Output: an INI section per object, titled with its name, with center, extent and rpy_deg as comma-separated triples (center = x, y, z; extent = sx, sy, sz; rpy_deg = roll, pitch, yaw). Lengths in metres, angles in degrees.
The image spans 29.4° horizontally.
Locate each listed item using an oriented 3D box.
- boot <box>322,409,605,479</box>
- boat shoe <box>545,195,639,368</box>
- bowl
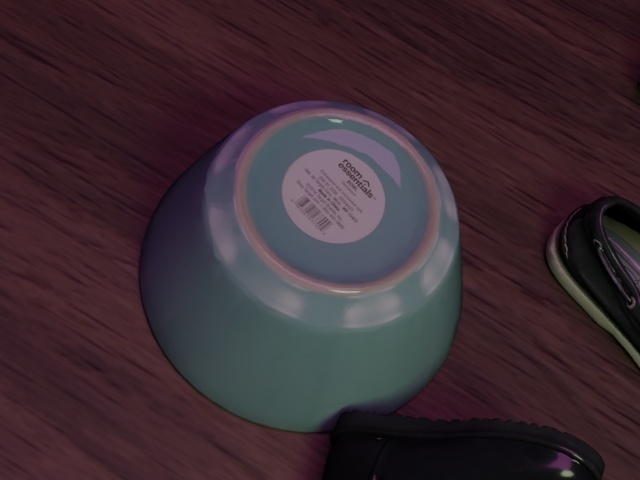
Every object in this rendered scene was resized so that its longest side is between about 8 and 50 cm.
[boot]
center = 0.089, 0.247, 0.974
extent = 0.247, 0.094, 0.207
rpy_deg = 2, 53, 26
[boat shoe]
center = 0.369, 0.080, 1.153
extent = 0.127, 0.113, 0.340
rpy_deg = -36, 76, -26
[bowl]
center = 0.000, 0.000, 1.085
extent = 0.312, 0.163, 0.311
rpy_deg = 5, 64, -10
